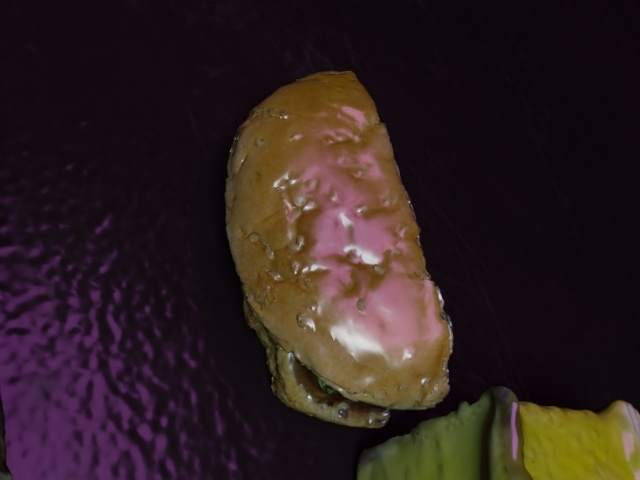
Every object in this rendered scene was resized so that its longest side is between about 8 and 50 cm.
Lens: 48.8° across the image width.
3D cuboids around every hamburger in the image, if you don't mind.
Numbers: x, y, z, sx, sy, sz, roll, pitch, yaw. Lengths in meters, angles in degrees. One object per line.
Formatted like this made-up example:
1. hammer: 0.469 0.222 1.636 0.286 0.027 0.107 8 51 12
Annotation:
1. hamburger: 0.000 0.000 0.504 0.130 0.124 0.262 -1 67 -30

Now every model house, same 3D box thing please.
1. model house: 0.169 0.208 0.459 0.234 0.175 0.193 7 54 -27

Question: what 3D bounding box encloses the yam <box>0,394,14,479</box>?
1. yam: -0.239 0.038 0.319 0.168 0.168 0.304 -8 72 -33
